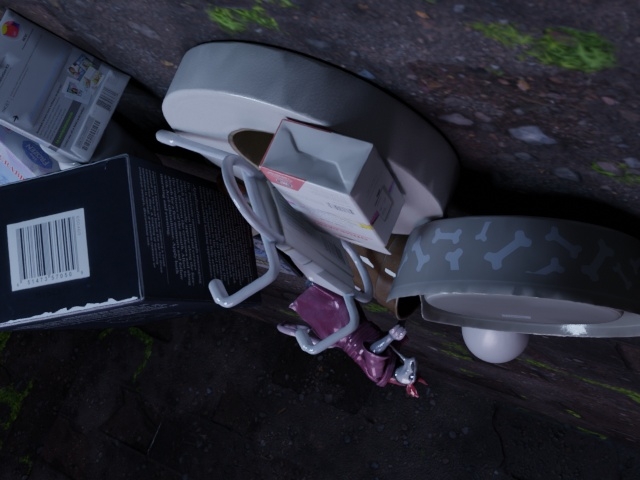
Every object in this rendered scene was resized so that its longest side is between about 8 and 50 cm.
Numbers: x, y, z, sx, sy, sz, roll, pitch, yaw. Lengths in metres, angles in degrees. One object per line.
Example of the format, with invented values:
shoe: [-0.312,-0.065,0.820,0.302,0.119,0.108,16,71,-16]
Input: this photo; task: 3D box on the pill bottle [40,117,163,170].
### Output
pill bottle: [-0.387,-0.147,1.481,0.131,0.131,0.229,16,166,26]

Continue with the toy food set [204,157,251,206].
toy food set: [-0.104,-0.077,1.337,0.217,0.071,0.128,29,156,-10]

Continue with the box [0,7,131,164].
box: [-0.382,-0.211,1.166,0.186,0.145,0.038,27,166,-23]

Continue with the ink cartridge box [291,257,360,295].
ink cartridge box: [0.000,0.000,1.452,0.232,0.066,0.189,22,145,-16]

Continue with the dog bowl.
dog bowl: [0.262,0.052,1.082,0.348,0.102,0.349,7,169,1]

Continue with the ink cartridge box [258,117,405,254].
ink cartridge box: [0.023,-0.056,0.959,0.115,0.067,0.198,19,167,23]

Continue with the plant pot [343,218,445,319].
plant pot: [0.089,0.013,1.284,0.165,0.167,0.167,25,170,23]

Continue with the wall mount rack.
wall mount rack: [-0.075,-0.020,1.104,0.130,0.304,0.350,-32,144,16]

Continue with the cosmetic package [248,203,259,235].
cosmetic package: [-0.146,-0.042,1.715,0.060,0.041,0.115,26,167,-15]

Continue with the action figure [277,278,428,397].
action figure: [0.084,0.230,1.900,0.370,0.276,0.248,47,-166,18]

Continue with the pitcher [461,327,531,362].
pitcher: [0.302,0.128,1.515,0.177,0.125,0.207,40,164,22]

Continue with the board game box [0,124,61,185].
board game box: [-0.614,-0.109,1.646,0.318,0.066,0.318,45,141,-1]

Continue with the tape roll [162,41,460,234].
tape roll: [-0.014,-0.120,1.075,0.391,0.072,0.392,22,168,5]

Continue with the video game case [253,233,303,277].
video game case: [-0.197,0.001,1.970,0.274,0.035,0.248,15,163,24]

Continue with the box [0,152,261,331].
box: [-0.313,0.022,1.344,0.293,0.212,0.395,-11,171,18]
